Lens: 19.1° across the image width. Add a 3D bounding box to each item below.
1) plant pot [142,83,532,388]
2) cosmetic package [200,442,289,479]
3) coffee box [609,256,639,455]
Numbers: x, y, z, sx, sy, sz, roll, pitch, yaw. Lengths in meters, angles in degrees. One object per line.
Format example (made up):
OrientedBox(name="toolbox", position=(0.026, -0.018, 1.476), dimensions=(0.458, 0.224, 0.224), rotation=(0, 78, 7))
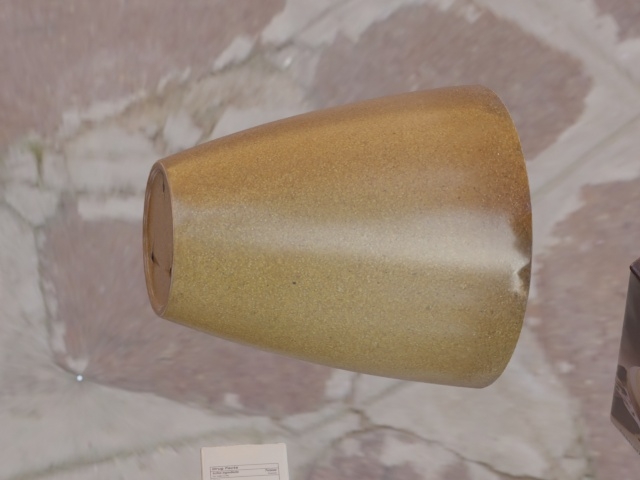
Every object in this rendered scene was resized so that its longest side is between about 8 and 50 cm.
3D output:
OrientedBox(name="plant pot", position=(0.000, 0.000, 1.445), dimensions=(0.254, 0.237, 0.237), rotation=(-2, 86, -16))
OrientedBox(name="cosmetic package", position=(-0.047, 0.191, 1.240), dimensions=(0.060, 0.041, 0.115), rotation=(-2, 51, -3))
OrientedBox(name="coffee box", position=(0.306, 0.105, 1.355), dimensions=(0.119, 0.297, 0.168), rotation=(-34, 65, -11))
